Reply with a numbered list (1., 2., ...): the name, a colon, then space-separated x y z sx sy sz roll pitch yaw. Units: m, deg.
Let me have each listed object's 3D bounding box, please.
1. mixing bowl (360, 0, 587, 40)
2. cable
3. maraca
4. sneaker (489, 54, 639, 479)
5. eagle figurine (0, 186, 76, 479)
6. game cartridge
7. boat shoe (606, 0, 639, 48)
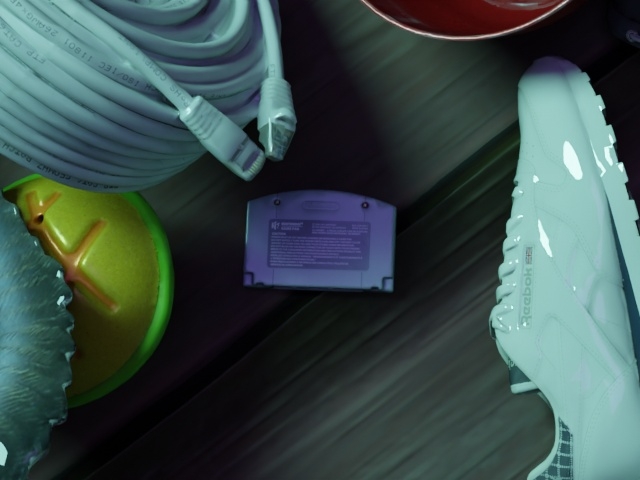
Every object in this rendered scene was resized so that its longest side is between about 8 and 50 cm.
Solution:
1. mixing bowl: 0.099 -0.183 1.066 0.181 0.098 0.181 -5 78 23
2. cable: -0.131 -0.147 1.023 0.257 0.257 0.089 33 125 -25
3. maraca: -0.158 0.031 1.065 0.185 0.099 0.127 -14 76 25
4. sneaker: 0.129 0.017 1.052 0.094 0.090 0.235 -14 78 11
5. eagle figurine: -0.264 0.018 1.005 0.225 0.226 0.298 -32 92 -10
6. game cartridge: 0.000 0.000 1.096 0.083 0.017 0.056 3 84 5
7. boat shoe: 0.252 -0.101 1.083 0.206 0.075 0.065 27 126 3
